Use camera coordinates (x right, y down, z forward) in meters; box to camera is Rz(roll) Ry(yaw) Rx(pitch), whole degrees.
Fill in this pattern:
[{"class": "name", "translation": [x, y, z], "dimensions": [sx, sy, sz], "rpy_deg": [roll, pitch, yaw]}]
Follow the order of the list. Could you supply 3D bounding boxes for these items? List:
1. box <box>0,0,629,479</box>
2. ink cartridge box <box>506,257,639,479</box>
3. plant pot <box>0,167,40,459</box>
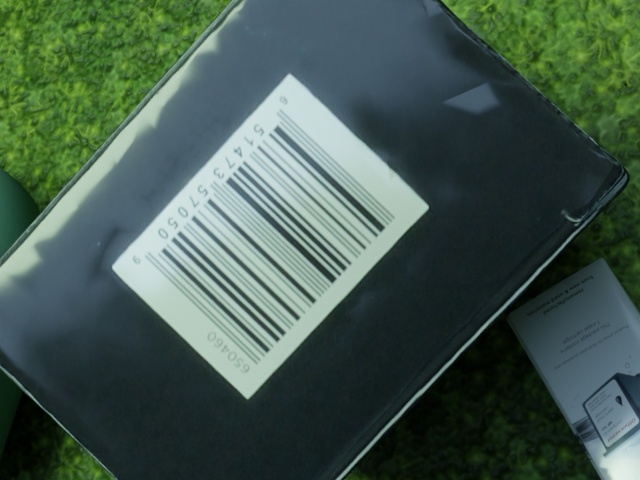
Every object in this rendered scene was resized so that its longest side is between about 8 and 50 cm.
[{"class": "box", "translation": [0.000, 0.000, 0.804], "dimensions": [0.212, 0.395, 0.293], "rpy_deg": [43, 96, 3]}, {"class": "ink cartridge box", "translation": [0.217, 0.124, 0.833], "dimensions": [0.082, 0.139, 0.191], "rpy_deg": [-34, 64, 10]}, {"class": "plant pot", "translation": [-0.370, 0.042, 1.060], "dimensions": [0.292, 0.293, 0.235], "rpy_deg": [6, 62, 26]}]
